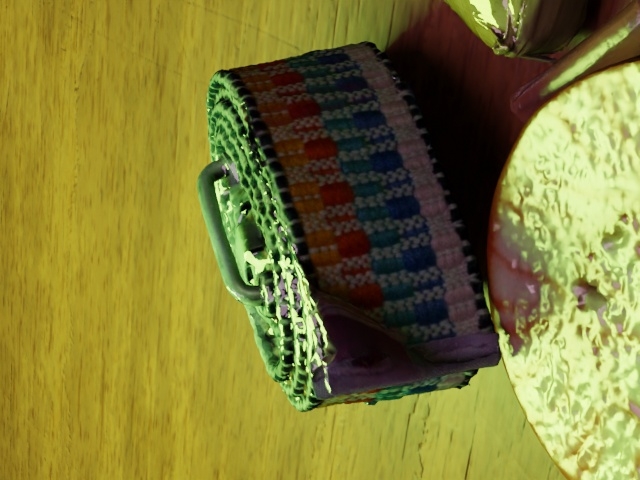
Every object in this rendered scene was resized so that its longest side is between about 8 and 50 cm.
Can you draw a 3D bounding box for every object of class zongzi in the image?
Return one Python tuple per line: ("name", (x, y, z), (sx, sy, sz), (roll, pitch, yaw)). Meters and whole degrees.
("zongzi", (0.108, -0.238, 0.961), (0.197, 0.099, 0.194), (42, 132, 40))

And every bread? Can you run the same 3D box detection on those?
("bread", (0.242, 0.033, 0.889), (0.295, 0.114, 0.328), (23, 122, 41))

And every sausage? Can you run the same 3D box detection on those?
("sausage", (0.181, -0.119, 0.965), (0.030, 0.035, 0.147), (39, 140, -11))

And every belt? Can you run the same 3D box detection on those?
("belt", (0.000, 0.000, 1.047), (0.207, 0.160, 0.295), (103, 152, -60))
